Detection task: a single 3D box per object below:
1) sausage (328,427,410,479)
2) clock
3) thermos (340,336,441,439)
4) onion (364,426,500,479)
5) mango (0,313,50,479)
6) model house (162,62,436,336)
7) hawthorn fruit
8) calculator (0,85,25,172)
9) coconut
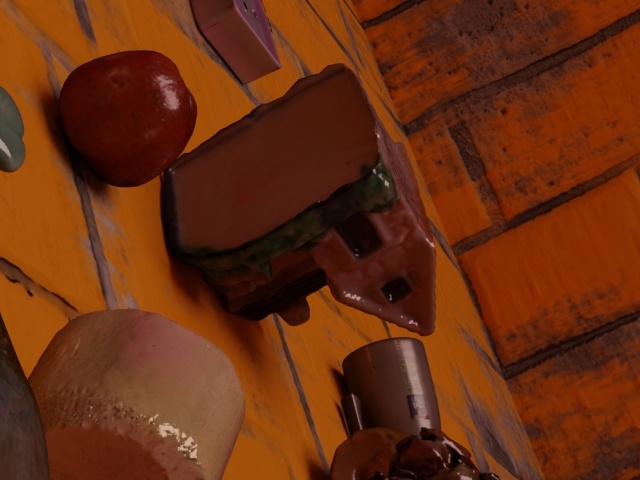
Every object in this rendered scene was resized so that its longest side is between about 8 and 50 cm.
[{"bbox_3d":[0.111,0.322,1.665,0.134,0.116,0.354,60,3,39],"label":"sausage"},{"bbox_3d":[-0.129,-0.331,2.123,0.150,0.063,0.197,49,19,-52],"label":"clock"},{"bbox_3d":[0.085,0.222,1.827,0.137,0.105,0.193,13,55,-42],"label":"thermos"},{"bbox_3d":[0.020,0.285,1.097,0.221,0.281,0.281,31,-11,37],"label":"onion"},{"bbox_3d":[-0.193,0.129,0.629,0.193,0.146,0.316,38,33,-48],"label":"mango"},{"bbox_3d":[0.000,0.000,1.533,0.237,0.237,0.202,53,9,-39],"label":"model house"},{"bbox_3d":[-0.166,-0.108,1.339,0.128,0.128,0.128,60,12,-21],"label":"hawthorn fruit"},{"bbox_3d":[-0.289,-0.124,1.009,0.295,0.042,0.184,41,25,-57],"label":"calculator"},{"bbox_3d":[-0.122,0.119,0.965,0.147,0.147,0.152,59,21,-23],"label":"coconut"}]
